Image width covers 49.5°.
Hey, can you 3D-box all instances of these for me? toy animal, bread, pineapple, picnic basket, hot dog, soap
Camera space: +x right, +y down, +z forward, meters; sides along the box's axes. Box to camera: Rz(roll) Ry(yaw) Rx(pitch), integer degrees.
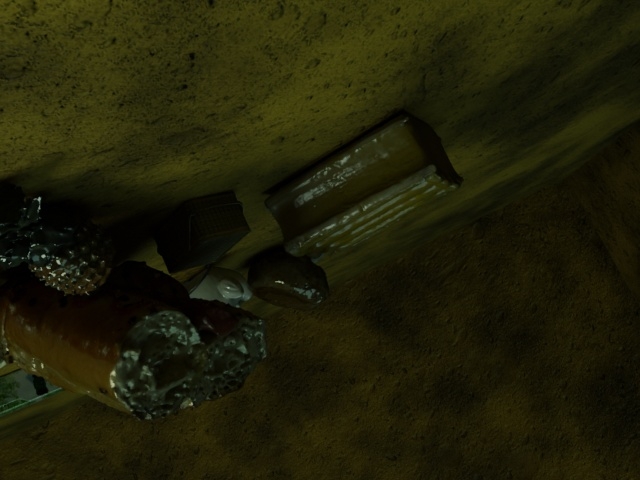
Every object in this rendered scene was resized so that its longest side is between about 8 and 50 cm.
[{"bbox_3d":[-0.286,0.151,1.726,0.208,0.154,0.325,-45,-165,-11],"label":"toy animal"},{"bbox_3d":[-0.089,0.107,1.903,0.230,0.123,0.230,10,159,4],"label":"bread"},{"bbox_3d":[-0.359,0.002,0.897,0.125,0.125,0.251,-26,164,-1],"label":"pineapple"},{"bbox_3d":[-0.214,-0.012,1.247,0.115,0.079,0.164,-17,167,-42],"label":"picnic basket"},{"bbox_3d":[-0.331,0.137,1.149,0.366,0.196,0.367,10,-177,26],"label":"hot dog"},{"bbox_3d":[0.099,-0.097,1.383,0.335,0.156,0.293,-30,172,23],"label":"soap"}]

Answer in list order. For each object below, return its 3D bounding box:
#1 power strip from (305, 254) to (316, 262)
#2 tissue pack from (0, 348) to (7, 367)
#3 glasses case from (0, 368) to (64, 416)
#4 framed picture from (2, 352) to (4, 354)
[{"bbox_3d":[0.000,0.000,1.903,0.098,0.058,0.338,-19,168,-30],"label":"power strip"},{"bbox_3d":[-0.670,0.212,1.226,0.148,0.092,0.196,-25,169,-9],"label":"tissue pack"},{"bbox_3d":[-0.744,0.371,1.846,0.272,0.095,0.062,-22,165,-24],"label":"glasses case"},{"bbox_3d":[-0.820,0.390,1.504,0.231,0.018,0.293,-32,-156,29],"label":"framed picture"}]
